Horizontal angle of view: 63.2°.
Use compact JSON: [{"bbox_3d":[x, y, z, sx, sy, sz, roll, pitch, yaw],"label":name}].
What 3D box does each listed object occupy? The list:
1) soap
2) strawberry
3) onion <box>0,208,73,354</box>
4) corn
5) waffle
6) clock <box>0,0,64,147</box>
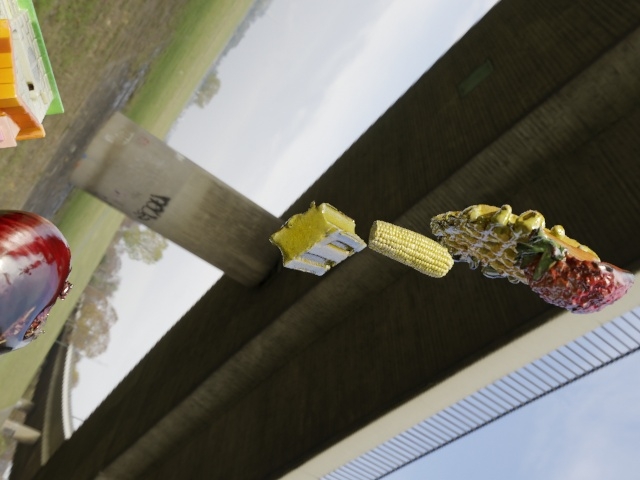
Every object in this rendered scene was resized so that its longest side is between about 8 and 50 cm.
[{"bbox_3d":[0.001,0.001,1.061,0.135,0.076,0.233,-32,162,12],"label":"soap"},{"bbox_3d":[0.325,0.046,0.678,0.192,0.140,0.085,3,115,-62],"label":"strawberry"},{"bbox_3d":[-0.524,0.045,0.764,0.273,0.285,0.273,-27,-153,15],"label":"onion"},{"bbox_3d":[0.243,0.022,1.408,0.093,0.244,0.093,-60,-166,25],"label":"corn"},{"bbox_3d":[0.333,0.017,0.915,0.062,0.329,0.329,-63,-159,-8],"label":"waffle"},{"bbox_3d":[-0.499,-0.260,0.800,0.255,0.106,0.219,-117,-159,-55],"label":"clock"}]
